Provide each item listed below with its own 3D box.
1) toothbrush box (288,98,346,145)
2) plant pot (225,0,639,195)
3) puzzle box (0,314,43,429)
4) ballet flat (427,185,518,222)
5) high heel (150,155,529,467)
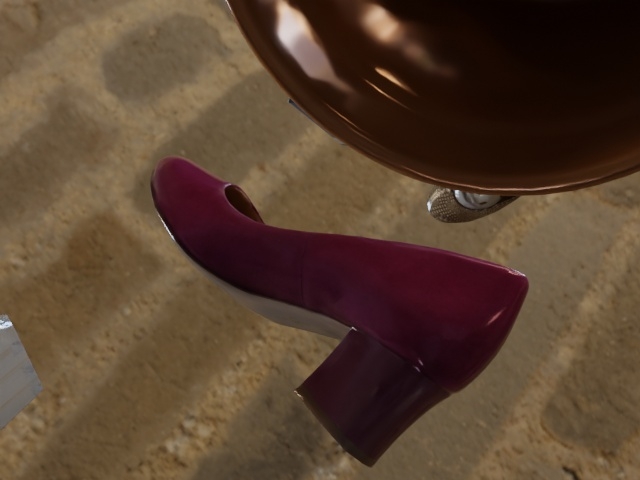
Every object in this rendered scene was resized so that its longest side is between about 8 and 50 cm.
[{"bbox_3d":[0.134,-0.226,1.594,0.295,0.216,0.126,11,-99,29],"label":"toothbrush box"},{"bbox_3d":[0.109,-0.193,0.515,0.291,0.291,0.203,-7,-159,25],"label":"plant pot"},{"bbox_3d":[-0.378,0.153,0.509,0.409,0.052,0.272,-13,-161,25],"label":"puzzle box"},{"bbox_3d":[0.200,-0.075,1.054,0.206,0.073,0.067,-26,175,18],"label":"ballet flat"},{"bbox_3d":[0.000,0.000,0.834,0.181,0.127,0.377,-46,-124,3],"label":"high heel"}]
